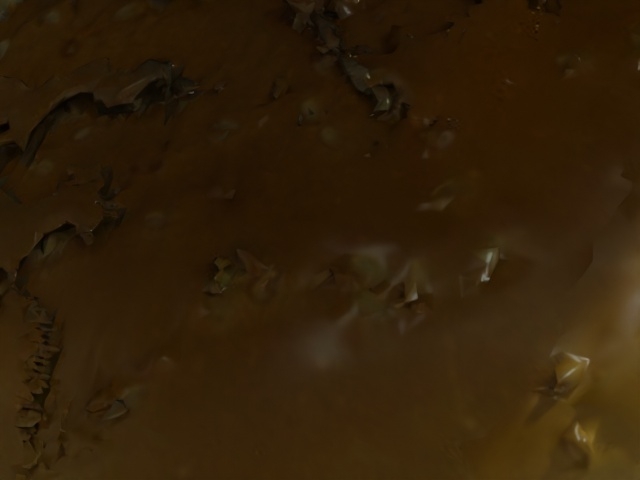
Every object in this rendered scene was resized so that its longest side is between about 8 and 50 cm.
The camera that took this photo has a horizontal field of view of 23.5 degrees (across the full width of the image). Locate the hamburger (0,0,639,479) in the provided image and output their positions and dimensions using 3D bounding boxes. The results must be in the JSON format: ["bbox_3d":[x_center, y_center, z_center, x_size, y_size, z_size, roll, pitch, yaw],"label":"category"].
[{"bbox_3d":[0.007,-0.001,0.471,0.304,0.284,0.174,-34,-40,-7],"label":"hamburger"}]
